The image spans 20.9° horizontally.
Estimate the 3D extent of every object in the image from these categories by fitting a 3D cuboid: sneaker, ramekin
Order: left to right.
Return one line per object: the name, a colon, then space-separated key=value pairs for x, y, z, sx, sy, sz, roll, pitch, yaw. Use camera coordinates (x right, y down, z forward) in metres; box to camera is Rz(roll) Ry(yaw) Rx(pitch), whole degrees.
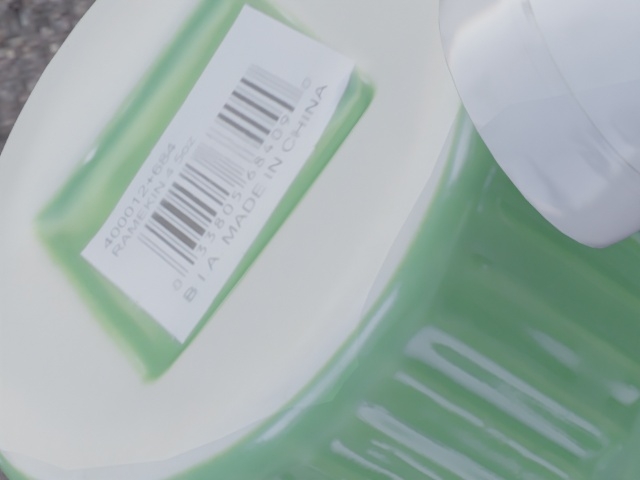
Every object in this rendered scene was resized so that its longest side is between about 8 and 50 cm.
ramekin: x=0.000 y=0.000 z=0.670 sx=0.303 sy=0.148 sz=0.303 roll=-25 pitch=49 yaw=33
sneaker: x=0.129 y=-0.133 z=0.461 sx=0.169 sy=0.292 sz=0.108 roll=-33 pitch=118 yaw=30
